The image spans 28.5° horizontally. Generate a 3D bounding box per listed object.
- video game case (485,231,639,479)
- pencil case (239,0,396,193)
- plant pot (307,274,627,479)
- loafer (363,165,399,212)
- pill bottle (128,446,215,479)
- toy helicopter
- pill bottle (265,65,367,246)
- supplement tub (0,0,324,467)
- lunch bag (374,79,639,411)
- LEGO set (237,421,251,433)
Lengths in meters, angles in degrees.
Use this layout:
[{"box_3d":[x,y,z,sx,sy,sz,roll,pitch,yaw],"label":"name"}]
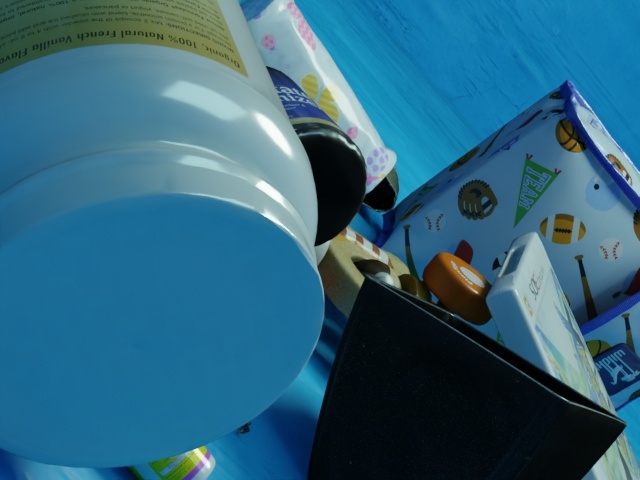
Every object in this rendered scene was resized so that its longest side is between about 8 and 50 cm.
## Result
[{"box_3d":[0.265,0.168,1.306,0.329,0.036,0.300,66,17,-4],"label":"video game case"},{"box_3d":[-0.021,-0.170,1.500,0.273,0.113,0.124,55,-5,-18],"label":"pencil case"},{"box_3d":[0.103,0.158,0.995,0.188,0.167,0.187,31,3,30],"label":"plant pot"},{"box_3d":[0.032,-0.123,1.639,0.251,0.094,0.087,41,15,-38],"label":"loafer"},{"box_3d":[-0.105,0.119,0.767,0.083,0.043,0.043,51,15,-7],"label":"pill bottle"},{"box_3d":[0.000,0.000,1.274,0.235,0.140,0.355,18,26,-51],"label":"toy helicopter"},{"box_3d":[-0.053,-0.090,1.173,0.123,0.123,0.219,41,6,-37],"label":"pill bottle"},{"box_3d":[-0.132,-0.052,0.724,0.228,0.228,0.316,39,20,-41],"label":"supplement tub"},{"box_3d":[0.308,0.050,1.614,0.385,0.328,0.239,52,19,-9],"label":"lunch bag"},{"box_3d":[-0.079,0.108,0.927,0.083,0.023,0.054,65,16,-5],"label":"LEGO set"}]
